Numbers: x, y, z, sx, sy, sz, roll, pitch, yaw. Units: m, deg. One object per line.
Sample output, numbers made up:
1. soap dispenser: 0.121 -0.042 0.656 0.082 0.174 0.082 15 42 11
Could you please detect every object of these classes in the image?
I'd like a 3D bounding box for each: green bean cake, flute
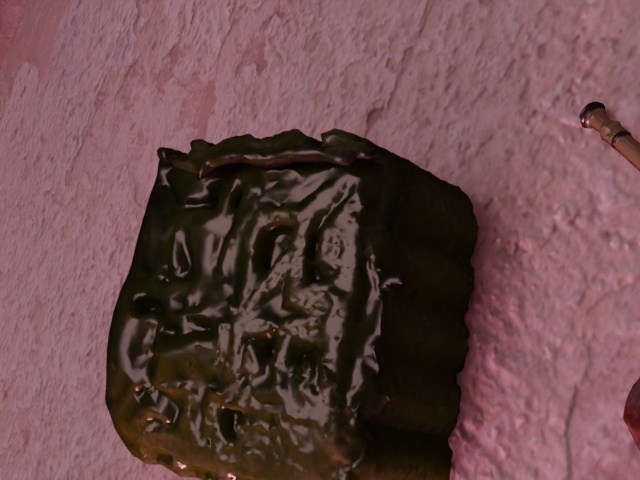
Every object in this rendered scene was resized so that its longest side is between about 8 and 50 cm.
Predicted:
1. green bean cake: -0.033 0.078 0.900 0.335 0.218 0.319 -2 77 40
2. flute: 0.268 -0.040 0.740 0.027 0.027 0.233 -57 37 22

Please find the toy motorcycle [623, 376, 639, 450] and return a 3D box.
1. toy motorcycle: 0.320 0.050 0.487 0.319 0.182 0.241 -51 13 28
